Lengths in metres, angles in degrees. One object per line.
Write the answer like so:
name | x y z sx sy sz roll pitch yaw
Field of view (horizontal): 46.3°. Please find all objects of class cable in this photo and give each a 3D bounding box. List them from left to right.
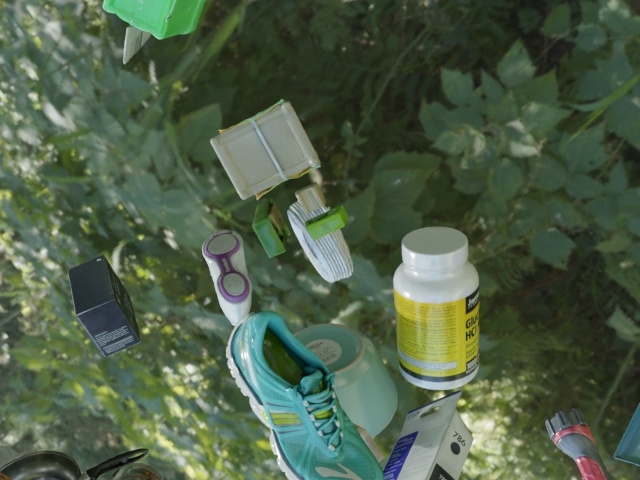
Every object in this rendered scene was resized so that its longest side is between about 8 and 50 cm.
cable | 0.000 0.000 2.078 0.257 0.089 0.257 61 170 -5

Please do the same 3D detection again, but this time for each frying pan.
frying pan | -0.510 0.507 1.488 0.326 0.197 0.053 15 -165 -41

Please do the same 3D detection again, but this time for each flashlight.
flashlight | 0.644 0.559 1.794 0.103 0.103 0.304 54 -163 -48

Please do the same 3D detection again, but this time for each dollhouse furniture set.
dollhouse furniture set | -0.086 -0.146 1.640 0.302 0.197 0.151 63 -170 -16

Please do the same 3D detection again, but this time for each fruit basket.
fruit basket | -0.239 -0.506 1.257 0.165 0.353 0.327 23 130 -11

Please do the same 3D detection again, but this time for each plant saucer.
plant saucer | 0.526 0.266 1.161 0.018 0.192 0.067 42 161 -21

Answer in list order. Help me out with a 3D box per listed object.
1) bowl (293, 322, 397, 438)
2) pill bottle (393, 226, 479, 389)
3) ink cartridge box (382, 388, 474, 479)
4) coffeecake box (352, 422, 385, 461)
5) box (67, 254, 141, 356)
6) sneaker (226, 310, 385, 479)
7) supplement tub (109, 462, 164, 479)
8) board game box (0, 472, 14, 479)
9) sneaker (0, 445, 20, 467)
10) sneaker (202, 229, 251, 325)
bowl | 0.018 0.305 1.699 0.311 0.311 0.163 35 141 46
pill bottle | 0.259 0.148 1.666 0.188 0.187 0.334 32 135 52
ink cartridge box | 0.157 0.410 1.256 0.065 0.333 0.165 41 139 -7
coffeecake box | 0.024 0.416 1.428 0.068 0.142 0.185 54 166 -3
box | -0.488 0.147 1.687 0.156 0.093 0.158 -120 10 -45
sneaker | -0.018 0.207 0.914 0.275 0.107 0.110 52 142 7
supplement tub | -0.339 0.473 1.343 0.117 0.117 0.190 53 170 -1
board game box | -0.483 0.373 0.690 0.356 0.357 0.356 36 166 -14
sneaker | -0.681 0.416 1.450 0.137 0.210 0.366 19 -176 8
sneaker | -0.255 0.099 2.037 0.305 0.114 0.152 -107 13 -44
